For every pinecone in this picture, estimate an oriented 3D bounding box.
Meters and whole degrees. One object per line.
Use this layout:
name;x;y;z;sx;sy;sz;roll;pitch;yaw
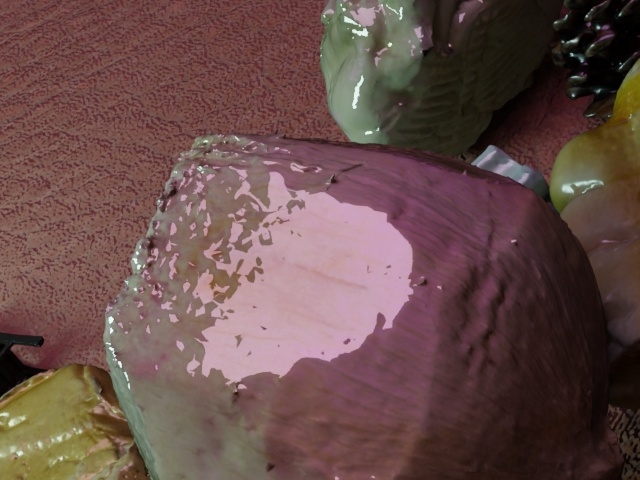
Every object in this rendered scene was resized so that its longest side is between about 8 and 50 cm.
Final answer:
pinecone;0.313;-0.215;1.737;0.179;0.205;0.184;-27;23;4

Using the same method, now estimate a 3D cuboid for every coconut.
coconut;0.054;0.115;1.349;0.404;0.404;0.405;-21;42;20

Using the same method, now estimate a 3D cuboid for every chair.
chair;-0.393;0.153;2.015;0.212;0.084;0.101;9;55;42

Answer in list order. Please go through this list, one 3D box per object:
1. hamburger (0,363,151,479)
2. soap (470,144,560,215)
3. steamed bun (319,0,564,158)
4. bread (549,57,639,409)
hamburger;-0.262;0.271;1.756;0.259;0.145;0.283;-29;36;5
soap;0.122;0.057;1.654;0.265;0.160;0.087;-44;38;-6
steamed bun;0.114;-0.239;1.854;0.320;0.275;0.206;-36;56;-21
bread;0.356;-0.021;1.509;0.300;0.210;0.341;-35;38;24
